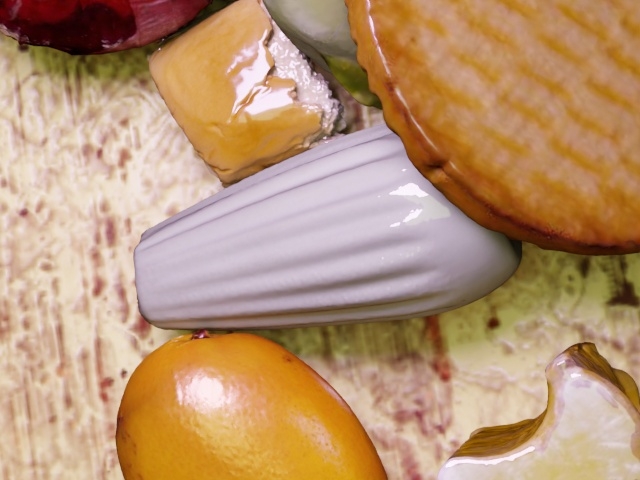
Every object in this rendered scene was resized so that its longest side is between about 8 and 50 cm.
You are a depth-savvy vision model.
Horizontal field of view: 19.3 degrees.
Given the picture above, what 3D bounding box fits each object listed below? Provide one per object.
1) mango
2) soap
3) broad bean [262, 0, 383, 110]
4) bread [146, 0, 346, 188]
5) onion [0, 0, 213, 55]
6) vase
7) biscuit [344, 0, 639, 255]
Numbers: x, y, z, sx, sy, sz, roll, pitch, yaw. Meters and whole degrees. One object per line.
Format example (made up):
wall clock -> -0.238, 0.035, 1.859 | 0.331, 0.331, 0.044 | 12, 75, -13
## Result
mango -> -0.035, 0.153, 1.211 | 0.145, 0.112, 0.219 | -43, 93, 2
soap -> 0.189, 0.188, 1.088 | 0.143, 0.281, 0.259 | -38, 81, 4
broad bean -> 0.020, -0.183, 1.194 | 0.100, 0.169, 0.228 | -11, 108, 40
bread -> -0.049, -0.101, 1.249 | 0.106, 0.082, 0.125 | -29, 83, -1
onion -> -0.146, -0.248, 1.210 | 0.252, 0.219, 0.252 | 0, 91, 1
vase -> 0.000, 0.000, 1.215 | 0.248, 0.128, 0.128 | -14, 82, 14
biscuit -> 0.159, -0.143, 1.174 | 0.318, 0.040, 0.318 | 7, 74, -23
